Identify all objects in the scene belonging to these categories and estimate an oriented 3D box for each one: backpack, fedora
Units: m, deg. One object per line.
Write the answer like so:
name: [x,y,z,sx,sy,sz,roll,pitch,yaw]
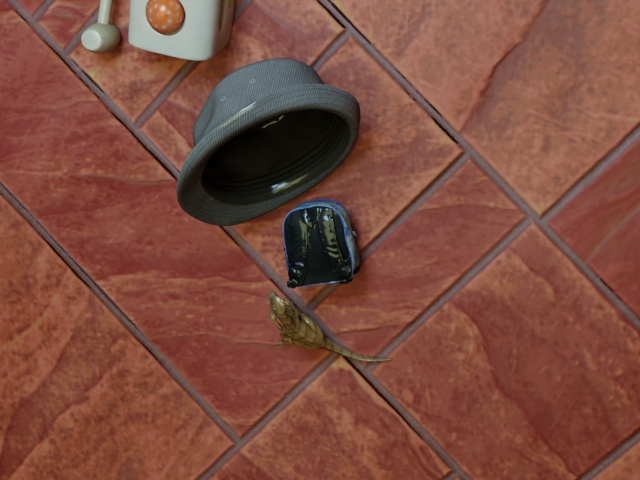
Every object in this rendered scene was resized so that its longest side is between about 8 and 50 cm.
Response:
backpack: [0.000,0.000,1.582,0.105,0.084,0.114,-7,103,16]
fedora: [-0.084,-0.151,1.532,0.275,0.243,0.124,-36,60,21]

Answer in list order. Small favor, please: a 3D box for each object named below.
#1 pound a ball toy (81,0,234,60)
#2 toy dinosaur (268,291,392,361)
pound a ball toy: [-0.226,-0.379,1.520,0.208,0.136,0.319,15,118,9]
toy dinosaur: [-0.012,0.140,1.615,0.211,0.112,0.064,31,85,-33]
